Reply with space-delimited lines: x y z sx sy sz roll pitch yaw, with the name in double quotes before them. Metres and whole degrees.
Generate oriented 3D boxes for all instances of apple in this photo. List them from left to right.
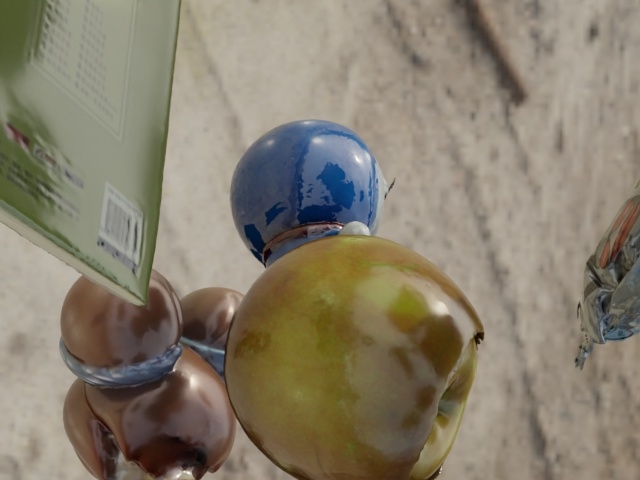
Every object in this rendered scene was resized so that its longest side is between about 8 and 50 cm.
"apple" 0.035 0.113 1.312 0.237 0.207 0.237 -32 136 -36

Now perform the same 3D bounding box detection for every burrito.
"burrito" 0.404 -0.046 1.749 0.445 0.101 0.139 -53 136 -10

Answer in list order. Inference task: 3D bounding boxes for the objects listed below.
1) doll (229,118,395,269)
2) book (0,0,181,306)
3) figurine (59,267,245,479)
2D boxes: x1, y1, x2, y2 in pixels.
"doll" 0.000 0.000 1.561 0.161 0.215 0.257 8 59 -26
"book" -0.162 -0.153 1.045 0.239 0.035 0.352 43 44 -54
"figurine" -0.139 0.229 1.629 0.276 0.248 0.388 23 28 -53
